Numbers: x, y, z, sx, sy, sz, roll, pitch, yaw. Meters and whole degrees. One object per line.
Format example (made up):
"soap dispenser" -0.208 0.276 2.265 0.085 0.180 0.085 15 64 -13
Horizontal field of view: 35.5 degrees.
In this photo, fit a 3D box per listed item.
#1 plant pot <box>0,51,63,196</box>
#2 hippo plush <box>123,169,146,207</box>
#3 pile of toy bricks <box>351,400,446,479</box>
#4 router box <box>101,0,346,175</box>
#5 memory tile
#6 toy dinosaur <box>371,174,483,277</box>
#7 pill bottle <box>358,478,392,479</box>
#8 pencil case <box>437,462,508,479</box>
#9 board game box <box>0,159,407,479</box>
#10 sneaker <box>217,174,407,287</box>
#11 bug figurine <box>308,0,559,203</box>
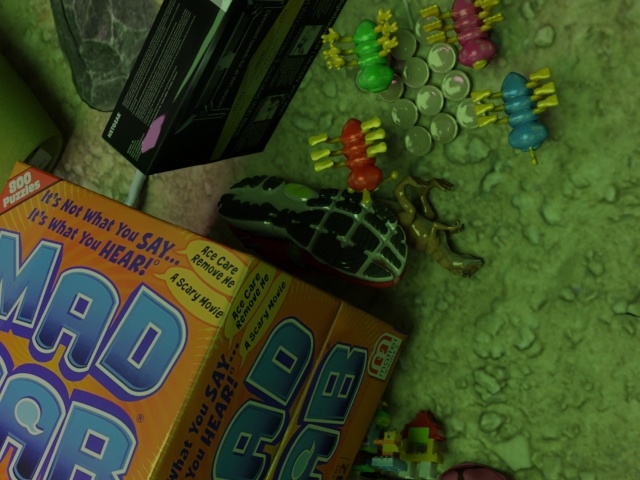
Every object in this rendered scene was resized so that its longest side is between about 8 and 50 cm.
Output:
"plant pot" -0.525 -0.183 1.428 0.293 0.275 0.275 35 116 2
"hippo plush" -0.362 0.079 1.376 0.294 0.236 0.234 -29 85 31
"pile of toy bricks" 0.046 0.238 1.265 0.212 0.118 0.105 -9 63 40
"router box" -0.091 -0.231 1.152 0.081 0.243 0.309 40 116 17
"memory tile" 0.121 -0.181 1.174 0.113 0.012 0.148 -28 87 31
"toy dinosaur" 0.099 -0.028 1.190 0.211 0.064 0.112 33 116 21
"pill bottle" 0.098 0.339 1.266 0.116 0.065 0.065 7 104 28
"pencil case" 0.193 0.381 1.207 0.098 0.095 0.209 10 108 60
"board game box" -0.184 0.172 1.134 0.356 0.356 0.357 21 85 34
"sneaker" 0.000 0.000 1.230 0.279 0.107 0.118 22 150 37
"bug figurine" 0.122 -0.164 1.114 0.279 0.072 0.216 -13 80 22
